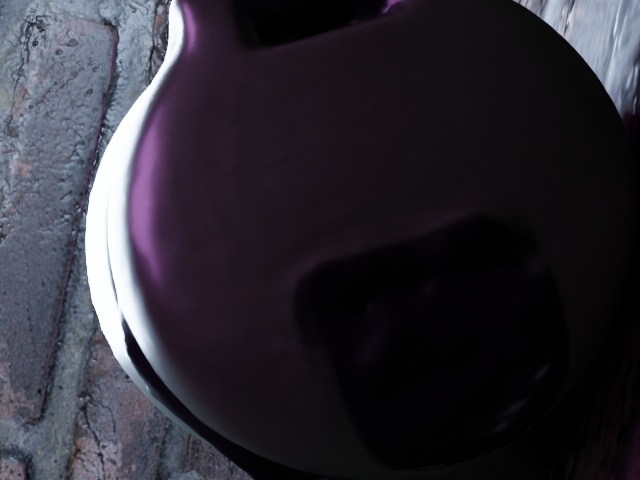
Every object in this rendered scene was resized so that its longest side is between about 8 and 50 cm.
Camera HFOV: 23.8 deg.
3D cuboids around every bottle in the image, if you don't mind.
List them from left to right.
[{"bbox_3d":[0.001,0.002,0.509,0.347,0.169,0.168,167,116,-84],"label":"bottle"}]
